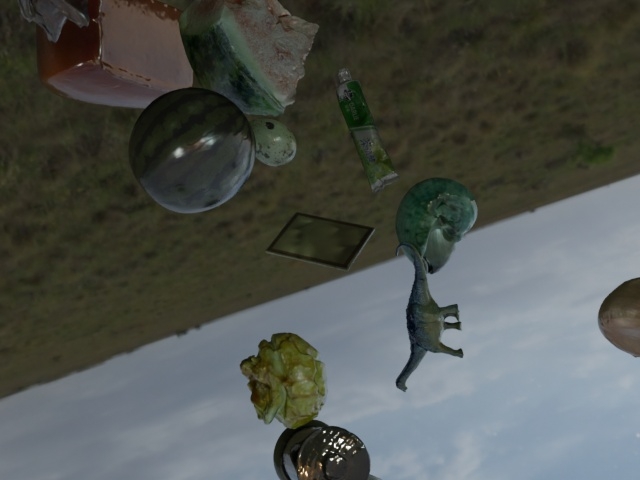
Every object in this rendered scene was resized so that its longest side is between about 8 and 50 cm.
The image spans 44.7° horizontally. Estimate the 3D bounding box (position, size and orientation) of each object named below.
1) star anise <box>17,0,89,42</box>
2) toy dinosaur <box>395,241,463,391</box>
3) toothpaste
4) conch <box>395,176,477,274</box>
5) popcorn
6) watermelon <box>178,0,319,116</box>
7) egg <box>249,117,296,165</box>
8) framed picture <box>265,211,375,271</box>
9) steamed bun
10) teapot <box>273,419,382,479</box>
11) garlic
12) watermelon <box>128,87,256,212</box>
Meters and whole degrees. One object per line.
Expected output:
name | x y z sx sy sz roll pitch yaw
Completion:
star anise | -0.334 -0.355 0.964 0.065 0.195 0.182 -12 150 -50
toy dinosaur | 0.234 0.174 1.677 0.147 0.362 0.076 0 -157 7
toothpaste | 0.083 -0.215 1.493 0.047 0.248 0.078 -11 169 -44
conch | 0.256 -0.047 1.713 0.202 0.196 0.134 -25 -143 -24
popcorn | -0.075 0.326 1.818 0.184 0.221 0.204 -13 -177 -35
watermelon | -0.138 -0.354 1.416 0.231 0.193 0.310 -51 -147 8
egg | -0.098 -0.193 1.515 0.085 0.110 0.085 -53 -172 11
framed picture | 0.000 0.000 1.953 0.231 0.010 0.173 13 -136 26
steamed bun | -0.452 -0.405 1.673 0.248 0.235 0.379 1 -178 27
teapot | 0.029 0.569 1.963 0.270 0.200 0.337 25 165 -6
garlic | 0.519 0.120 1.282 0.115 0.128 0.206 1 164 10
watermelon | -0.211 -0.151 1.295 0.212 0.212 0.212 -18 177 -1
